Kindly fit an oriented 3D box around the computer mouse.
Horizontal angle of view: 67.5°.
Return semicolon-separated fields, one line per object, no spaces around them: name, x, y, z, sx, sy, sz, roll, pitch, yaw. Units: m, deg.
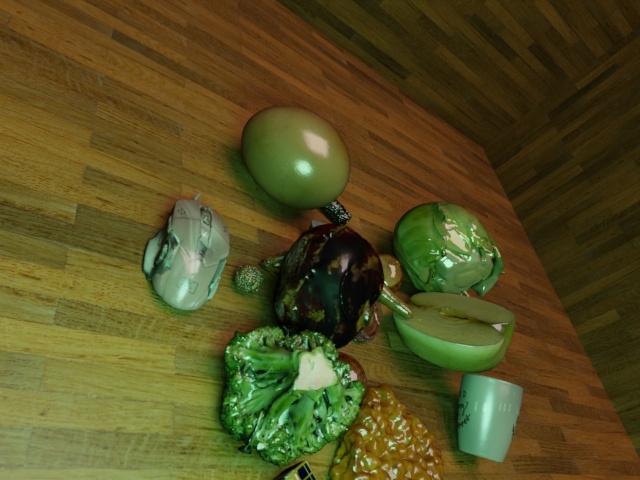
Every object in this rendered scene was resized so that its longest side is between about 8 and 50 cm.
computer mouse;-0.307;0.002;1.193;0.199;0.115;0.389;32;39;-30

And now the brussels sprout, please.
brussels sprout;0.468;0.021;1.844;0.425;0.342;0.361;42;21;-41

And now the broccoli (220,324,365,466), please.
broccoli;-0.059;0.308;1.038;0.321;0.283;0.304;-11;66;-30

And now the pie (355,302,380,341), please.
pie;0.124;0.228;1.498;0.182;0.049;0.182;32;47;-42

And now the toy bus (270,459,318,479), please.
toy bus;-0.029;0.571;0.980;0.114;0.098;0.201;-16;69;-53

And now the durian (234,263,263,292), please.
durian;-0.195;0.098;1.268;0.091;0.080;0.080;45;31;22

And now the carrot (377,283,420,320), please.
carrot;0.205;0.169;1.550;0.298;0.078;0.078;41;31;19

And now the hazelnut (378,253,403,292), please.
hazelnut;0.213;0.121;1.665;0.150;0.150;0.150;29;39;-27

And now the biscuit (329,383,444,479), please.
biscuit;0.179;0.562;1.212;0.312;0.110;0.318;46;34;-7

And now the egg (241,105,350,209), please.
egg;-0.078;-0.268;1.537;0.374;0.301;0.301;44;35;-6

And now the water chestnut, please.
water chestnut;-0.010;0.111;1.291;0.347;0.335;0.335;13;22;28

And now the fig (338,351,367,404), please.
fig;0.044;0.368;1.253;0.143;0.231;0.160;-9;80;-4

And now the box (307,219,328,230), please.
box;0.000;0.000;1.562;0.084;0.069;0.122;12;40;-32

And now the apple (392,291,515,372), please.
apple;0.437;0.278;1.588;0.311;0.360;0.320;-65;145;-22

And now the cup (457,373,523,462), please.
cup;0.521;0.567;1.534;0.186;0.258;0.234;14;74;7

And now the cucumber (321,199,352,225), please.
cucumber;-0.009;-0.166;1.732;0.293;0.067;0.067;43;35;-9
